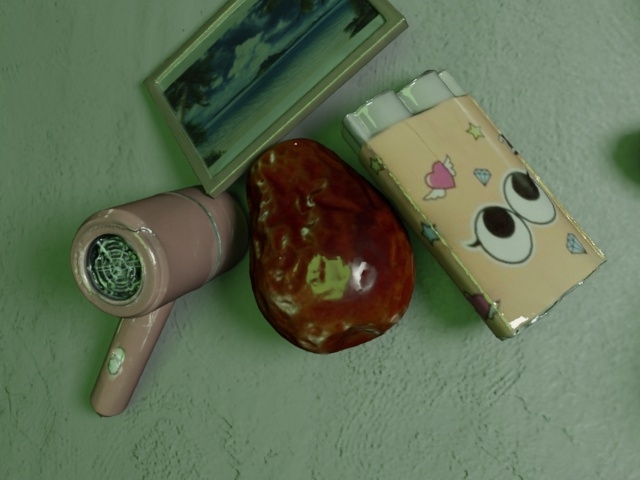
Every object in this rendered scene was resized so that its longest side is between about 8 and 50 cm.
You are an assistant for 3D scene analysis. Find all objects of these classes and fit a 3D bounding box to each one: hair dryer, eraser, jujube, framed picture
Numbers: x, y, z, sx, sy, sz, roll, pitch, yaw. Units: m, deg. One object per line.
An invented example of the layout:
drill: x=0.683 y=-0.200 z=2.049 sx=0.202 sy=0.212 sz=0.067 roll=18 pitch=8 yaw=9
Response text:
hair dryer: x=-0.232 y=0.104 z=0.790 sx=0.125 sy=0.210 sz=0.353 roll=30 pitch=110 yaw=11
eraser: x=0.163 y=-0.045 z=0.700 sx=0.171 sy=0.087 sz=0.291 roll=-29 pitch=76 yaw=-30
jujube: x=0.000 y=0.000 z=0.729 sx=0.190 sy=0.190 sz=0.255 roll=-31 pitch=70 yaw=14
framed picture: x=-0.073 y=-0.234 z=0.799 sx=0.315 sy=0.024 sz=0.232 roll=-41 pitch=60 yaw=11
